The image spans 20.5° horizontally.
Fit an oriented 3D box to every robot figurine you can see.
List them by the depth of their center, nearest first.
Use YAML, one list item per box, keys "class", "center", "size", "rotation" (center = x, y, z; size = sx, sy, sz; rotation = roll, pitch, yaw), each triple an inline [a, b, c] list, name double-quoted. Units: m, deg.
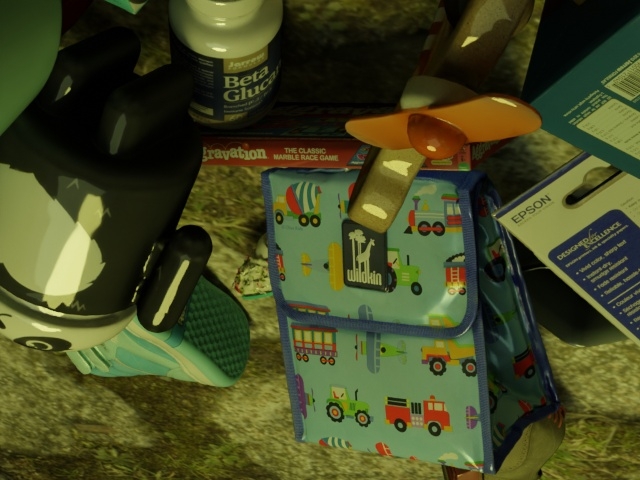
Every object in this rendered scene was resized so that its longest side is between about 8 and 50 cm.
- class: "robot figurine"
  center: [-0.201, -0.036, 1.463]
  size: [0.173, 0.209, 0.278]
  rotation: [5, 129, -28]

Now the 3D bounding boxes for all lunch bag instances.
- class: "lunch bag"
  center: [0.073, 0.042, 1.613]
  size: [0.221, 0.138, 0.293]
  rotation: [4, 117, 36]

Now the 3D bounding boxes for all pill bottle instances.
- class: "pill bottle"
  center: [-0.078, -0.172, 1.458]
  size: [0.094, 0.094, 0.169]
  rotation: [14, 152, 6]

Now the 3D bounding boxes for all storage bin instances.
- class: "storage bin"
  center: [0.238, 0.024, 1.641]
  size: [0.135, 0.091, 0.098]
  rotation: [35, 147, -32]

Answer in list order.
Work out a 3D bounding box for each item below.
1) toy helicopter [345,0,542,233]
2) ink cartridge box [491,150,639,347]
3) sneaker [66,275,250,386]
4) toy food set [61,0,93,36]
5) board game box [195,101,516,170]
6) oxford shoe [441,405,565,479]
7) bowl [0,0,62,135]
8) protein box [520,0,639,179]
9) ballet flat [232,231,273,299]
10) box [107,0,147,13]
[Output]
- class: "toy helicopter"
  center: [0.092, -0.114, 1.272]
  size: [0.140, 0.235, 0.355]
  rotation: [20, 139, -7]
- class: "ink cartridge box"
  center: [0.319, 0.012, 1.530]
  size: [0.175, 0.069, 0.371]
  rotation: [-36, 130, 22]
- class: "sneaker"
  center: [-0.234, 0.066, 1.939]
  size: [0.208, 0.127, 0.319]
  rotation: [-2, 146, 28]
- class: "toy food set"
  center: [-0.237, -0.235, 1.469]
  size: [0.111, 0.104, 0.232]
  rotation: [27, 135, 10]
- class: "board game box"
  center: [0.020, -0.091, 1.521]
  size: [0.281, 0.145, 0.027]
  rotation: [2, 106, 24]
- class: "oxford shoe"
  center: [0.205, 0.177, 1.947]
  size: [0.130, 0.123, 0.348]
  rotation: [-9, 151, -7]
- class: "bowl"
  center: [-0.311, -0.185, 1.318]
  size: [0.311, 0.163, 0.312]
  rotation: [20, 124, 33]
- class: "protein box"
  center: [0.286, -0.139, 1.277]
  size: [0.201, 0.136, 0.200]
  rotation: [25, 150, -15]
- class: "ballet flat"
  center: [0.000, 0.000, 1.761]
  size: [0.241, 0.091, 0.077]
  rotation: [-13, 110, 37]
- class: "box"
  center: [-0.164, -0.283, 1.288]
  size: [0.060, 0.100, 0.244]
  rotation: [28, 160, 30]
